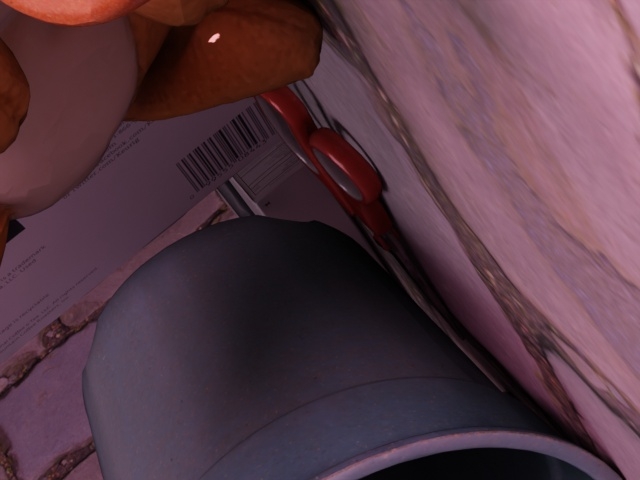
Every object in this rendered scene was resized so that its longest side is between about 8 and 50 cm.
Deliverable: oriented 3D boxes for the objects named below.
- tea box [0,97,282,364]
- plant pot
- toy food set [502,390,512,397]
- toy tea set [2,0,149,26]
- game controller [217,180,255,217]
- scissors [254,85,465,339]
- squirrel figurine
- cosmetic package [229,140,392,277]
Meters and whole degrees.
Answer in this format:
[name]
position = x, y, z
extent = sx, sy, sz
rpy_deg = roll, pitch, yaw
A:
[tea box]
position = -0.255, -0.126, 1.148
extent = 0.323, 0.329, 0.220
rpy_deg = 51, 177, 26
[plant pot]
position = -0.003, 0.170, 1.140
extent = 0.341, 0.341, 0.334
rpy_deg = 54, -179, -38
[toy food set]
position = 0.167, 0.233, 1.267
extent = 0.232, 0.104, 0.111
rpy_deg = 52, 176, -8
[toy tea set]
position = -0.115, -0.200, 0.438
extent = 0.200, 0.124, 0.336
rpy_deg = 5, 128, 30
[game controller]
position = -0.032, -0.024, 1.667
extent = 0.319, 0.067, 0.166
rpy_deg = 52, -169, -9
[scissors]
position = 0.033, -0.018, 1.127
extent = 0.109, 0.021, 0.297
rpy_deg = 39, 173, 31
[squirrel figurine]
position = -0.220, -0.187, 0.694
extent = 0.397, 0.281, 0.370
rpy_deg = 46, 168, 29
[cosmetic package]
position = 0.000, 0.000, 1.370
extent = 0.099, 0.060, 0.239
rpy_deg = 50, 177, 45
